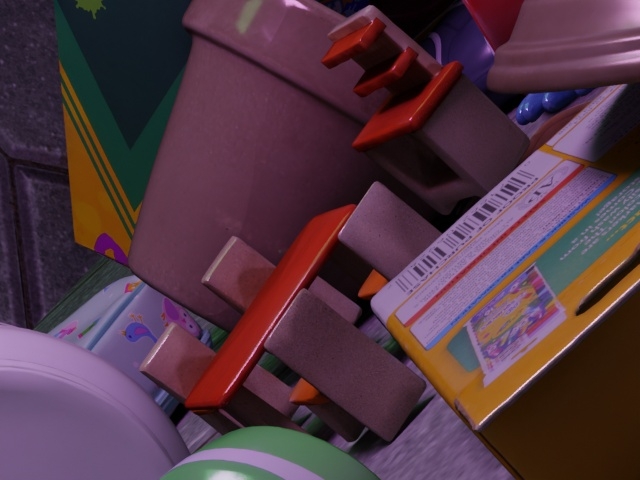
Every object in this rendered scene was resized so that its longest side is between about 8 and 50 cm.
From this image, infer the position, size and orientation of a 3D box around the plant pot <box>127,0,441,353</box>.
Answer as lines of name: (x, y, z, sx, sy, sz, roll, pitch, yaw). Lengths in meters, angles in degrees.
plant pot: (-0.020, -0.042, 1.434, 0.229, 0.263, 0.263, -61, 9, -1)

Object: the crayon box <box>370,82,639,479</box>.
crayon box: (0.137, 0.012, 0.850, 0.203, 0.083, 0.323, -42, 8, 1)

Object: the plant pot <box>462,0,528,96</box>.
plant pot: (0.181, -0.231, 1.510, 0.174, 0.191, 0.191, -31, 10, 11)

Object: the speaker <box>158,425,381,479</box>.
speaker: (-0.072, 0.199, 0.712, 0.131, 0.131, 0.296, -34, 12, 46)

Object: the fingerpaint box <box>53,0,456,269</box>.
fingerpaint box: (-0.024, -0.221, 1.723, 0.445, 0.163, 0.371, -40, -36, -41)

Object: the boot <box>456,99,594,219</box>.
boot: (0.136, -0.044, 1.298, 0.118, 0.042, 0.087, -40, 2, -16)

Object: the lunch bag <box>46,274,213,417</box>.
lunch bag: (-0.229, 0.164, 1.681, 0.279, 0.108, 0.224, -37, 14, 39)

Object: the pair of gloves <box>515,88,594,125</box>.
pair of gloves: (0.217, -0.130, 1.305, 0.159, 0.023, 0.198, -29, 3, -33)

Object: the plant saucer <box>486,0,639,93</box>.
plant saucer: (0.205, -0.108, 0.848, 0.278, 0.041, 0.278, -12, 7, 1)

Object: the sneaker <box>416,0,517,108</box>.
sneaker: (0.133, -0.171, 1.761, 0.153, 0.099, 0.282, -37, 12, 20)

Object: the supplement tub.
supplement tub: (-0.187, 0.160, 1.055, 0.235, 0.235, 0.325, -44, 8, -11)

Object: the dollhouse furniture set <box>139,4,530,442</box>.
dollhouse furniture set: (0.000, 0.000, 1.222, 0.259, 0.135, 0.262, -55, 13, -17)
